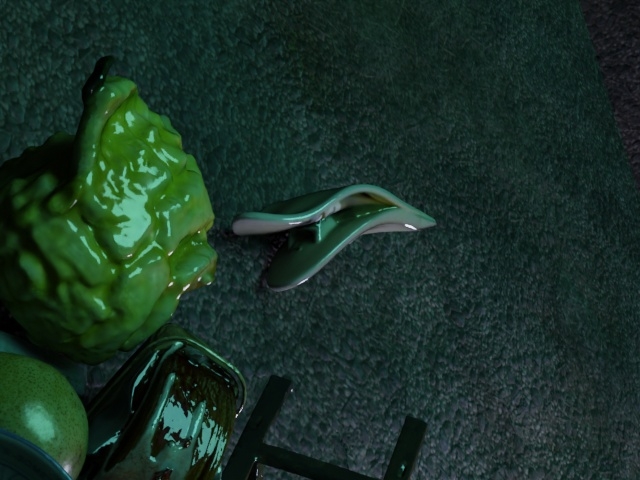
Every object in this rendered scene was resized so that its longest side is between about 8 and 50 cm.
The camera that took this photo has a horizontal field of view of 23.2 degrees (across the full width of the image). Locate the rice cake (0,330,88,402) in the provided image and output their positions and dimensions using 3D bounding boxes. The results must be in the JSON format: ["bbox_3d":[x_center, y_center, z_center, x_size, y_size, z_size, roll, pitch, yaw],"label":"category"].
[{"bbox_3d":[-0.317,0.122,1.614,0.211,0.034,0.043,29,51,-46],"label":"rice cake"}]

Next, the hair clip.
[{"bbox_3d":[-0.001,-0.019,2.074,0.282,0.172,0.113,-25,100,-47],"label":"hair clip"}]

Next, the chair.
[{"bbox_3d":[-0.045,0.376,1.627,0.416,0.203,0.241,-59,164,-53],"label":"chair"}]

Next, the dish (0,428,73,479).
[{"bbox_3d":[-0.330,0.299,1.371,0.273,0.134,0.273,2,79,-12],"label":"dish"}]

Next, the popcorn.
[{"bbox_3d":[-0.231,-0.015,1.633,0.237,0.293,0.293,37,41,-20],"label":"popcorn"}]

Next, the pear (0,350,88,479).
[{"bbox_3d":[-0.302,0.184,1.487,0.167,0.167,0.136,56,30,-17],"label":"pear"}]

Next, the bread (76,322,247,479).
[{"bbox_3d":[-0.171,0.205,1.593,0.142,0.224,0.212,36,18,-23],"label":"bread"}]
